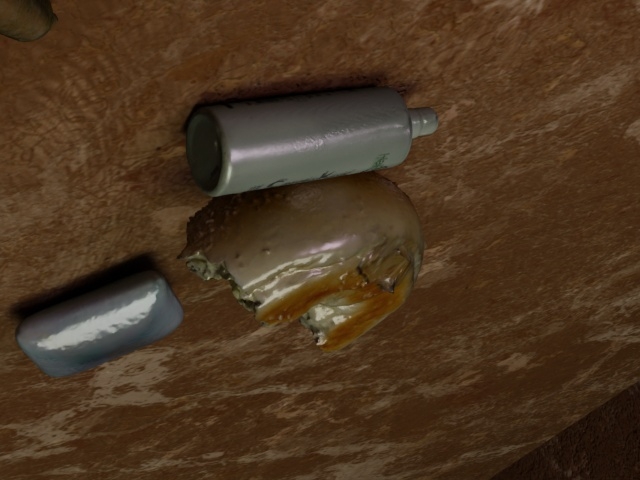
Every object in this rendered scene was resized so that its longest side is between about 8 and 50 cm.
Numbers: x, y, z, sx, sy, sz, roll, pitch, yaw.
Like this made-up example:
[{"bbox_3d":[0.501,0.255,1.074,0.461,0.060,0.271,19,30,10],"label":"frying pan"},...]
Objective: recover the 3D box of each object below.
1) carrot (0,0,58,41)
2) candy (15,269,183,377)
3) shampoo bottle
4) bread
[{"bbox_3d":[-0.273,-0.196,1.192,0.070,0.070,0.342,-29,159,15],"label":"carrot"},{"bbox_3d":[-0.241,0.094,1.891,0.174,0.071,0.138,-22,159,-2],"label":"candy"},{"bbox_3d":[0.002,-0.101,1.655,0.262,0.085,0.085,-10,155,-30],"label":"shampoo bottle"},{"bbox_3d":[0.002,-0.003,1.769,0.192,0.171,0.314,-33,157,19],"label":"bread"}]
